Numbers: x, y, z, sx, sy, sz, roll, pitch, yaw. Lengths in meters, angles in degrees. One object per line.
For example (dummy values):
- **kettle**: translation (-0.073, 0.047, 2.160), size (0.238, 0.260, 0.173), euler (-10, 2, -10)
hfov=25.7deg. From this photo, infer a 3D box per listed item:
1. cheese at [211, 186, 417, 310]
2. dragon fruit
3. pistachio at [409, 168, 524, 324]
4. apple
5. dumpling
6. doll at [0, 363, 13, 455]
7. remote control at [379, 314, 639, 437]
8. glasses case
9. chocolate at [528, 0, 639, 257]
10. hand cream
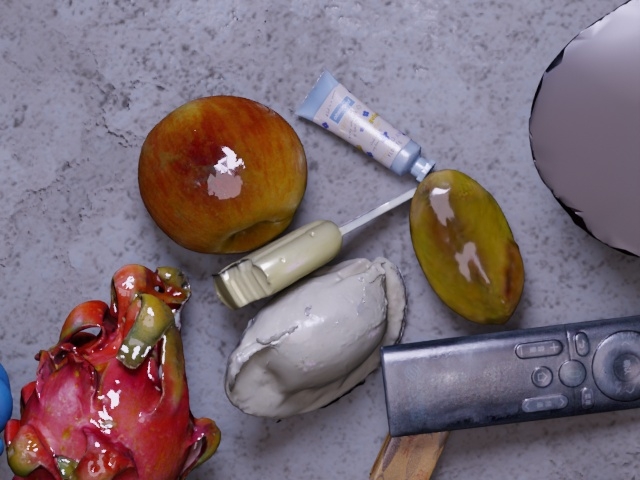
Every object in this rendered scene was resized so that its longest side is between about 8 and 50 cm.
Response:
- **cheese**: translation (0.000, 0.000, 1.587), size (0.255, 0.127, 0.050), euler (-29, 92, -12)
- **dragon fruit**: translation (-0.245, 0.191, 1.586), size (0.243, 0.227, 0.307), euler (-13, 89, 4)
- **pistachio**: translation (0.161, 0.008, 1.587), size (0.110, 0.100, 0.189), euler (-26, 99, 30)
- **apple**: translation (-0.113, -0.078, 1.600), size (0.195, 0.160, 0.173), euler (-24, 68, 2)
- **dumpling**: translation (-0.002, 0.121, 1.598), size (0.247, 0.142, 0.172), euler (-30, 124, -17)
- **doll**: translation (-0.490, 0.117, 1.657), size (0.363, 0.145, 0.199), euler (48, 141, 11)
- **remote control**: translation (0.259, 0.149, 1.580), size (0.377, 0.044, 0.107), euler (-6, 100, 1)
- **glasses case**: translation (0.119, 0.211, 1.628), size (0.064, 0.041, 0.170), euler (23, 96, -4)
- **chocolate**: translation (0.366, -0.122, 1.505), size (0.283, 0.186, 0.284), euler (3, 102, 13)
- **hand cream**: translation (0.056, -0.125, 1.619), size (0.170, 0.043, 0.065), euler (35, 92, 9)
